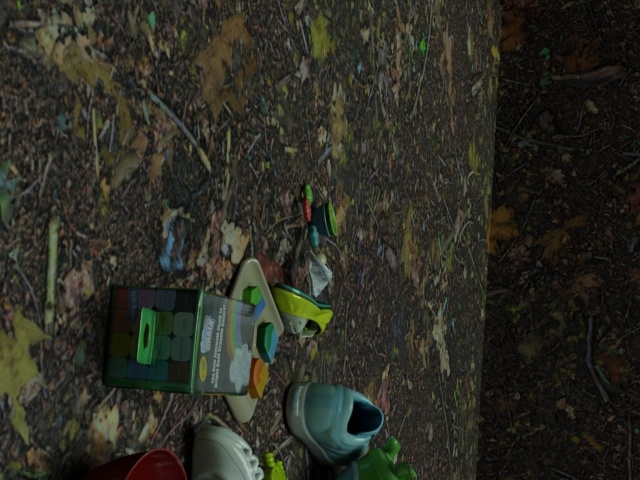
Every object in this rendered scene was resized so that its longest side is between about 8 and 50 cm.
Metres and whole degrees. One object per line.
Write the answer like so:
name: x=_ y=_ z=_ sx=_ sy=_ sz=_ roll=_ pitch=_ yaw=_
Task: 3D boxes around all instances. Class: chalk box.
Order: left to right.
chalk box: x=-0.190 y=0.130 z=1.214 sx=0.213 sy=0.132 sz=0.132 roll=27 pitch=67 yaw=-66

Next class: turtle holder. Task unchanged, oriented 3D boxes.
turtle holder: x=0.102 y=0.531 z=1.865 sx=0.243 sy=0.227 sz=0.320 roll=58 pitch=-2 yaw=-28

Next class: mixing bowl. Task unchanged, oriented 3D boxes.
mixing bowl: x=-0.242 y=0.335 z=1.125 sx=0.181 sy=0.098 sz=0.181 roll=1 pitch=90 yaw=-69

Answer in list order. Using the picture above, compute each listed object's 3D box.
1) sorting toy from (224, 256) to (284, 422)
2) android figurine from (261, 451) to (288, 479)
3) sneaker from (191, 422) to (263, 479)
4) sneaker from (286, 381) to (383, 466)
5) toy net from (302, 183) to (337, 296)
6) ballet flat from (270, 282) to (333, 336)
sorting toy: x=-0.114 y=0.162 z=1.538 sx=0.208 sy=0.038 sz=0.193 roll=-68 pitch=151 yaw=-43
android figurine: x=-0.056 y=0.487 z=1.552 sx=0.248 sy=0.056 sz=0.272 roll=63 pitch=11 yaw=-59
sneaker: x=-0.148 y=0.413 z=1.381 sx=0.118 sy=0.110 sz=0.292 roll=-27 pitch=115 yaw=-57
sneaker: x=0.059 y=0.371 z=1.841 sx=0.366 sy=0.150 sz=0.135 roll=46 pitch=49 yaw=-61
toy net: x=0.000 y=0.000 z=1.751 sx=0.232 sy=0.045 sz=0.122 roll=-91 pitch=169 yaw=-45
ballet flat: x=-0.036 y=0.135 z=1.706 sx=0.077 sy=0.077 sz=0.231 roll=-69 pitch=158 yaw=-5
